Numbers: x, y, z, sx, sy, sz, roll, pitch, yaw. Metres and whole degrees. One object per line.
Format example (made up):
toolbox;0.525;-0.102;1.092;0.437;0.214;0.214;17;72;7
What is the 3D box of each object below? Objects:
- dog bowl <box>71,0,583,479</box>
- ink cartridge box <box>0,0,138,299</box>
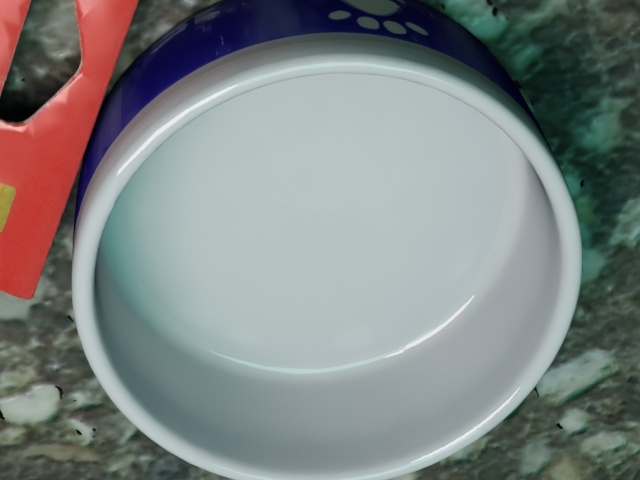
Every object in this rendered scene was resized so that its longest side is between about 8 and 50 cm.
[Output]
dog bowl;0.000;0.000;0.907;0.265;0.104;0.265;-3;122;-5
ink cartridge box;-0.227;-0.113;0.813;0.261;0.066;0.296;20;117;-7
